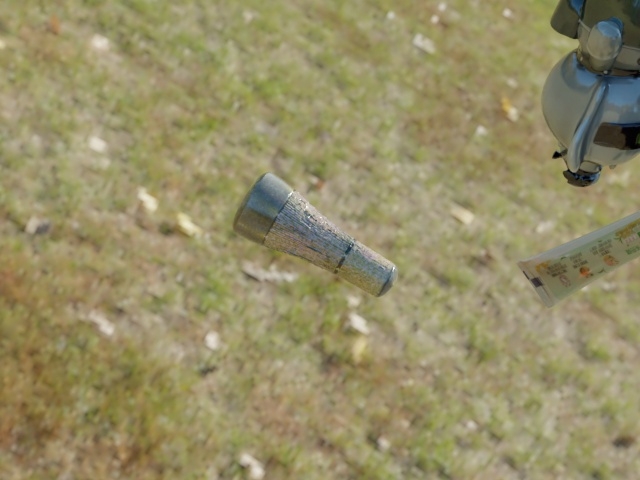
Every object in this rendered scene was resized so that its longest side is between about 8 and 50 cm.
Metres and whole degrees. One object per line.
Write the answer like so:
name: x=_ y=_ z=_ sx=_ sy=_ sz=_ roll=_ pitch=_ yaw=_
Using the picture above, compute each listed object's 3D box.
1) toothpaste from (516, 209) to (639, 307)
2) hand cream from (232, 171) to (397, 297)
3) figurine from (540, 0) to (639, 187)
toothpaste: x=0.374 y=0.013 z=1.954 sx=0.056 sy=0.314 sz=0.058 roll=13 pitch=65 yaw=-28
hand cream: x=0.000 y=0.000 z=1.756 sx=0.203 sy=0.084 sz=0.084 roll=29 pitch=27 yaw=4
figurine: x=0.227 y=-0.124 z=1.145 sx=0.126 sy=0.192 sz=0.147 roll=23 pitch=36 yaw=10
